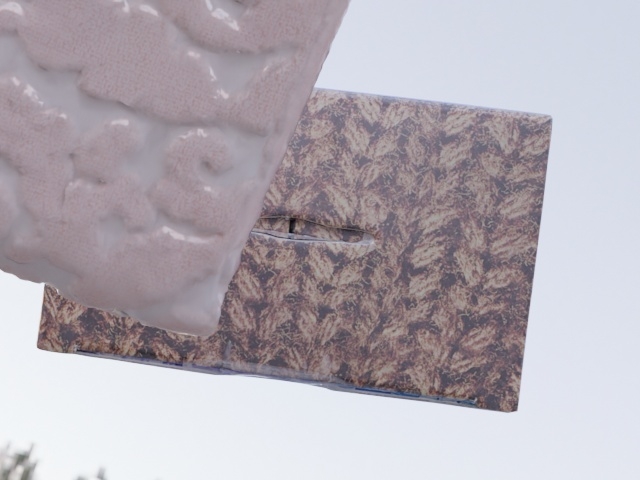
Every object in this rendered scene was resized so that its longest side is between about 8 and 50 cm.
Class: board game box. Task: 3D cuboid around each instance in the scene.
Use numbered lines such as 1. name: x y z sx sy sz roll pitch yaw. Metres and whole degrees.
1. board game box: 0.000 0.000 0.816 0.232 0.141 0.291 7 0 5

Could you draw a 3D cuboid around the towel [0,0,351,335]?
1. towel: -0.131 -0.159 0.535 0.332 0.317 0.053 23 7 -14
